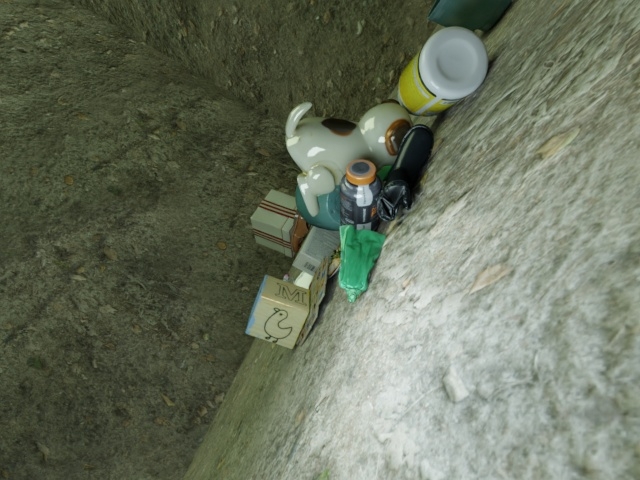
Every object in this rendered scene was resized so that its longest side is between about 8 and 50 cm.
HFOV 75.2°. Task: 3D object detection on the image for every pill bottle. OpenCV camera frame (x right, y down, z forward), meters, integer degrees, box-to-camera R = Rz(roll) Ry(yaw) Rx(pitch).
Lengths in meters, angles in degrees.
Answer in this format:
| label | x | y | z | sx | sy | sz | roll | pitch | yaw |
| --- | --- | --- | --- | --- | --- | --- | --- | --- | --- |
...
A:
| label | x | y | z | sx | sy | sz | roll | pitch | yaw |
| --- | --- | --- | --- | --- | --- | --- | --- | --- | --- |
| pill bottle | 0.124 | -0.131 | 1.294 | 0.245 | 0.130 | 0.130 | 85 | -156 | -50 |
| pill bottle | 0.345 | -0.485 | 1.256 | 0.188 | 0.188 | 0.334 | -60 | 6 | 1 |

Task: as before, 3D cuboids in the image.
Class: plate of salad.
| label | x | y | z | sx | sy | sz | roll | pitch | yaw |
| --- | --- | --- | --- | --- | --- | --- | --- | --- | --- |
| plate of salad | 0.072 | 0.058 | 1.657 | 0.199 | 0.048 | 0.200 | -60 | 6 | 10 |

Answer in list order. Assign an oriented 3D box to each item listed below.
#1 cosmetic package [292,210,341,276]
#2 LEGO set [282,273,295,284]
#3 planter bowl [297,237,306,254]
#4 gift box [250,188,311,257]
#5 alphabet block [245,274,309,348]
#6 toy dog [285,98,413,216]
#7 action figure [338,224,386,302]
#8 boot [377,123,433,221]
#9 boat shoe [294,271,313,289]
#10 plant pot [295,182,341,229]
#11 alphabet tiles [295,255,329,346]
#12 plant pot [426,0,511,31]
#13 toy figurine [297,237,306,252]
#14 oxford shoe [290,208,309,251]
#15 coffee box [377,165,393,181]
| label | x | y | z | sx | sy | sz | roll | pitch | yaw |
| --- | --- | --- | --- | --- | --- | --- | --- | --- | --- |
| cosmetic package | 0.010 | 0.010 | 1.867 | 0.113 | 0.160 | 0.309 | -55 | 7 | 48 |
| LEGO set | -0.143 | 0.249 | 2.243 | 0.107 | 0.132 | 0.287 | -54 | -3 | -20 |
| planter bowl | -0.049 | 0.039 | 2.457 | 0.162 | 0.109 | 0.162 | -60 | 6 | 11 |
| gift box | -0.179 | -0.081 | 2.166 | 0.276 | 0.258 | 0.255 | 83 | -149 | -57 |
| alphabet block | -0.165 | 0.278 | 1.644 | 0.193 | 0.197 | 0.192 | -90 | 21 | -68 |
| toy dog | 0.111 | -0.326 | 1.400 | 0.408 | 0.395 | 0.284 | -15 | 34 | 10 |
| action figure | 0.101 | 0.069 | 1.152 | 0.063 | 0.137 | 0.232 | 89 | -168 | -52 |
| boot | 0.240 | -0.188 | 1.164 | 0.207 | 0.094 | 0.246 | -64 | -1 | -61 |
| boat shoe | -0.033 | 0.170 | 1.934 | 0.099 | 0.116 | 0.319 | 47 | -124 | -51 |
| plant pot | 0.068 | -0.170 | 1.706 | 0.293 | 0.293 | 0.235 | -60 | 23 | 2 |
| alphabet tiles | -0.031 | 0.229 | 1.613 | 0.342 | 0.011 | 0.285 | -81 | 14 | -56 |
| plant pot | 0.513 | -0.811 | 1.349 | 0.293 | 0.196 | 0.293 | -59 | 7 | 11 |
| toy figurine | 0.000 | 0.000 | 2.124 | 0.213 | 0.148 | 0.209 | -60 | 0 | 30 |
| oxford shoe | -0.090 | -0.034 | 1.867 | 0.076 | 0.076 | 0.212 | -74 | -3 | -60 |
| coffee box | 0.260 | -0.339 | 1.644 | 0.040 | 0.113 | 0.184 | -13 | -41 | -56 |
